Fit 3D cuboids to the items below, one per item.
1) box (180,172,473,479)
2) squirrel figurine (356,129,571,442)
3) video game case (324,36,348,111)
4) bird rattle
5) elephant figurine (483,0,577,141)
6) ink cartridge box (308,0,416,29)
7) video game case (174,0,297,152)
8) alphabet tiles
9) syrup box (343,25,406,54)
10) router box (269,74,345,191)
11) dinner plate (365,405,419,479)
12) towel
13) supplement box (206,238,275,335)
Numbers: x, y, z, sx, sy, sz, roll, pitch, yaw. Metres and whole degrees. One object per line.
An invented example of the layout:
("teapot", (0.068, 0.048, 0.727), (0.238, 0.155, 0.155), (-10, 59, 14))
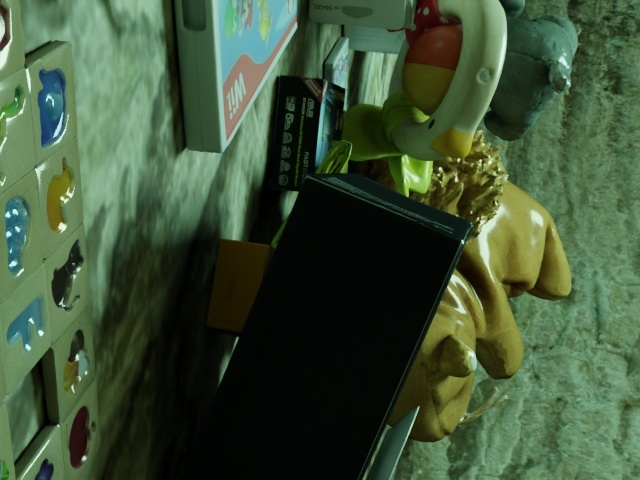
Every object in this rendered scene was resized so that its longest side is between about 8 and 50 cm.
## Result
("box", (0.001, 0.094, 0.650), (0.261, 0.103, 0.184), (-67, 170, 7))
("squirrel figurine", (0.120, 0.034, 1.237), (0.370, 0.281, 0.397), (-54, 137, -51))
("video game case", (0.016, -0.140, 1.056), (0.087, 0.011, 0.122), (-67, 161, -59))
("bird rattle", (0.113, -0.161, 0.943), (0.253, 0.143, 0.207), (-64, -155, 1))
("elephant figurine", (0.169, -0.234, 1.197), (0.169, 0.239, 0.186), (-59, 180, -37))
("ink cartridge box", (0.042, -0.257, 0.886), (0.090, 0.092, 0.143), (73, 25, -66))
("video game case", (-0.047, -0.222, 0.587), (0.204, 0.025, 0.285), (-70, 164, -55))
("alphabet tiles", (-0.124, 0.031, 0.348), (0.198, 0.009, 0.237), (-64, 158, -63))
("syrup box", (0.077, -0.320, 1.047), (0.093, 0.096, 0.237), (-73, 167, -53))
("router box", (-0.009, -0.088, 0.858), (0.122, 0.038, 0.092), (-27, 123, -78))
("dinner plate", (0.035, 0.178, 0.711), (0.141, 0.017, 0.141), (24, 90, -83))
("towel", (0.000, 0.000, 0.868), (0.102, 0.021, 0.237), (-58, 170, -13))
("supplement box", (-0.047, 0.038, 0.717), (0.098, 0.036, 0.062), (47, 51, -78))
